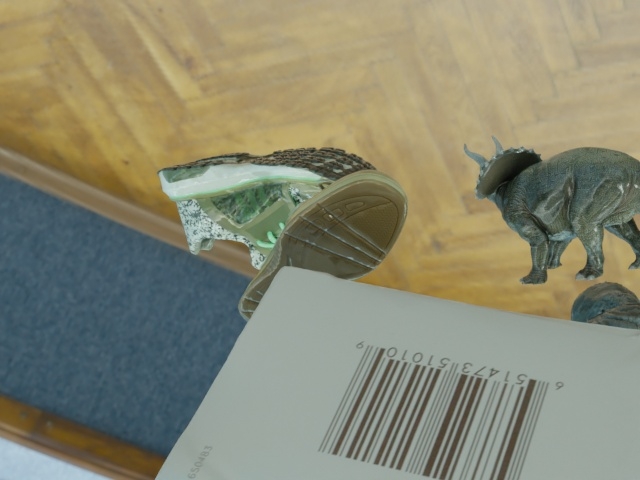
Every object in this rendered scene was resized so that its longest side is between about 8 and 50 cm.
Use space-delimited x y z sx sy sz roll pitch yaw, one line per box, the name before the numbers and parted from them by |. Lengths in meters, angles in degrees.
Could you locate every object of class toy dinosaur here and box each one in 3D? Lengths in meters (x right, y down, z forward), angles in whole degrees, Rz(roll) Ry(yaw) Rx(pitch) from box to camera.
toy dinosaur | 0.288 -0.041 1.255 0.314 0.121 0.160 -2 102 40

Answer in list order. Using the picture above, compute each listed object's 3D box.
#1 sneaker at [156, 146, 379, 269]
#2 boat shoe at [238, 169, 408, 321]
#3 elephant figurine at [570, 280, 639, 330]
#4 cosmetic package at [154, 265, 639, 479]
sneaker | -0.071 -0.047 1.782 0.410 0.158 0.182 1 105 36
boat shoe | 0.000 0.000 1.219 0.105 0.089 0.285 34 136 -14
elephant figurine | 0.235 0.110 0.910 0.186 0.169 0.239 10 119 -6
cosmetic package | 0.071 0.219 0.585 0.217 0.156 0.385 10 133 20
